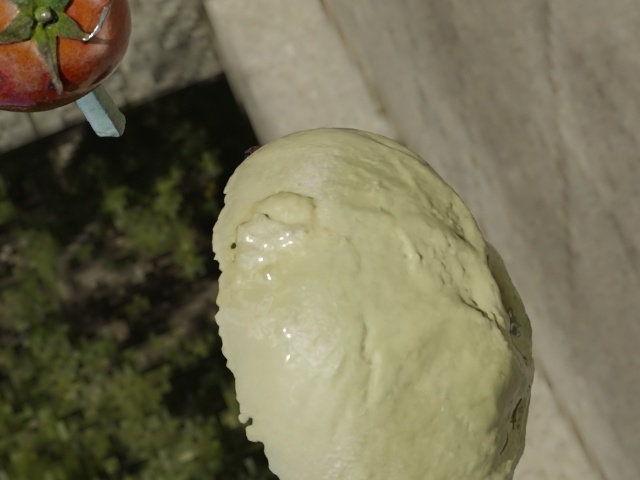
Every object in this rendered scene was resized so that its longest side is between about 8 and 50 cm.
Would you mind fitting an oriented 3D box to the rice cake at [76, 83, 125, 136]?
[{"bbox_3d":[-0.270,-0.173,2.163,0.180,0.042,0.030,61,-147,-56],"label":"rice cake"}]

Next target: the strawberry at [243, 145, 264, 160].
[{"bbox_3d":[0.000,0.000,1.903,0.190,0.111,0.236,68,-174,-63],"label":"strawberry"}]

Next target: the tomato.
[{"bbox_3d":[-0.240,-0.183,1.588,0.167,0.167,0.167,158,90,-84],"label":"tomato"}]

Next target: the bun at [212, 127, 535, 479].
[{"bbox_3d":[0.061,0.079,1.495,0.364,0.202,0.364,-16,-90,-77],"label":"bun"}]
